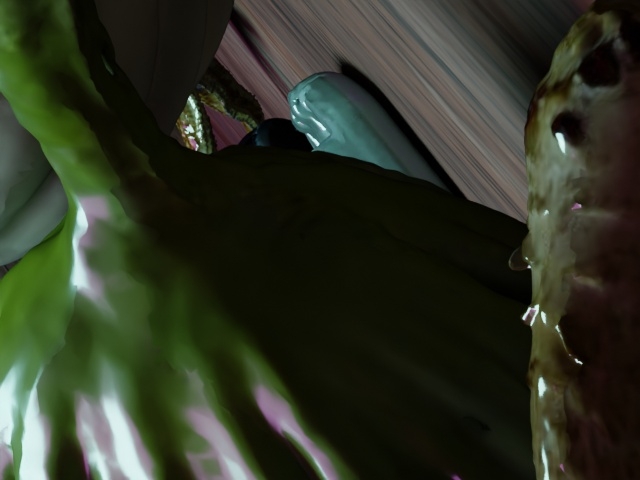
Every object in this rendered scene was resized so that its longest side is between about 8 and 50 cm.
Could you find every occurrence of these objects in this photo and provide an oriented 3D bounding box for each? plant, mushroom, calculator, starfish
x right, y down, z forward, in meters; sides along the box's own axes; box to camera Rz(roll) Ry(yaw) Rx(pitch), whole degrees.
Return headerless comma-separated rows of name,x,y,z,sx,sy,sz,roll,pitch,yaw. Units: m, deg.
plant,-0.030,-0.021,0.506,0.180,0.251,0.333,-76,-30,-52
mushroom,0.060,0.064,0.379,0.148,0.227,0.217,-4,104,57
calculator,0.064,0.023,0.933,0.246,0.045,0.141,52,177,5
starfish,-0.096,-0.135,1.232,0.213,0.057,0.238,-92,-19,-59

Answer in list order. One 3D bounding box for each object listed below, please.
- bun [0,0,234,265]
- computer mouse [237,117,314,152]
bun,-0.111,-0.131,0.572,0.263,0.175,0.263,25,-131,-33
computer mouse,0.000,0.000,1.184,0.137,0.096,0.233,47,172,5
